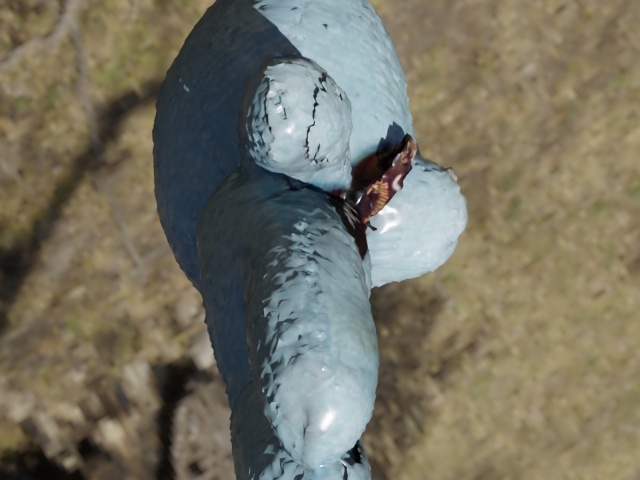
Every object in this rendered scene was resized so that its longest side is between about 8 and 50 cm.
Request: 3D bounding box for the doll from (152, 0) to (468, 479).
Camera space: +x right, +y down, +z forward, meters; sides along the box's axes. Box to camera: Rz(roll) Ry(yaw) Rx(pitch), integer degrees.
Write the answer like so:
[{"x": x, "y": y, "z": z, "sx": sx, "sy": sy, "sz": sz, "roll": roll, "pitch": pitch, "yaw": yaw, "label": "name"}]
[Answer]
[{"x": 0.004, "y": 0.000, "z": 0.452, "sx": 0.075, "sy": 0.179, "sz": 0.120, "roll": 1, "pitch": 122, "yaw": -16, "label": "doll"}]
